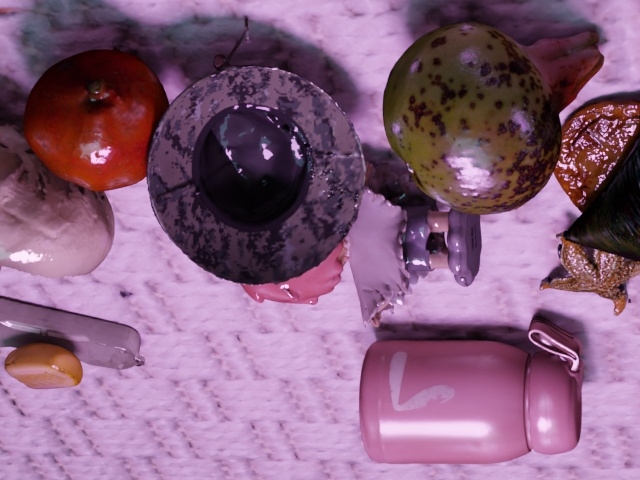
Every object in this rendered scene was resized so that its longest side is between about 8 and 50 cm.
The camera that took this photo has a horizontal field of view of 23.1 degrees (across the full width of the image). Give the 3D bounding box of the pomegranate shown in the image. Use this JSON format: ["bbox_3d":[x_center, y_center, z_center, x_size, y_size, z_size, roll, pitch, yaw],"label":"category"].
[{"bbox_3d":[0.190,-0.145,1.654,0.248,0.214,0.214,-31,140,-6],"label":"pomegranate"}]

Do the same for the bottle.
[{"bbox_3d":[0.209,0.206,2.134,0.297,0.173,0.206,0,109,16],"label":"bottle"}]

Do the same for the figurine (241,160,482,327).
[{"bbox_3d":[0.000,0.000,1.919,0.387,0.166,0.207,0,109,19],"label":"figurine"}]

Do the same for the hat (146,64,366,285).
[{"bbox_3d":[-0.083,-0.092,1.803,0.266,0.128,0.265,-5,114,-12],"label":"hat"}]

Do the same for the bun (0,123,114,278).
[{"bbox_3d":[-0.371,-0.065,1.877,0.287,0.287,0.146,25,101,-20],"label":"bun"}]

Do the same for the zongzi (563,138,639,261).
[{"bbox_3d":[0.444,-0.027,1.701,0.383,0.319,0.362,34,144,-3],"label":"zongzi"}]

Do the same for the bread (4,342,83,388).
[{"bbox_3d":[-0.395,0.176,2.257,0.115,0.056,0.082,-10,144,37],"label":"bread"}]

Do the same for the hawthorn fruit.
[{"bbox_3d":[-0.251,-0.137,1.758,0.169,0.169,0.188,12,174,-2],"label":"hawthorn fruit"}]

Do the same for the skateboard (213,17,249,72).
[{"bbox_3d":[-0.080,-0.208,1.749,0.064,0.032,0.083,11,148,-18],"label":"skateboard"}]

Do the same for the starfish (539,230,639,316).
[{"bbox_3d":[0.366,0.036,1.960,0.176,0.053,0.208,-4,149,3],"label":"starfish"}]

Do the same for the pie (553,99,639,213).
[{"bbox_3d":[0.312,-0.109,1.778,0.088,0.033,0.191,25,136,-1],"label":"pie"}]

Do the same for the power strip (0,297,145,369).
[{"bbox_3d":[-0.393,0.135,2.286,0.286,0.048,0.080,12,147,-2],"label":"power strip"}]
